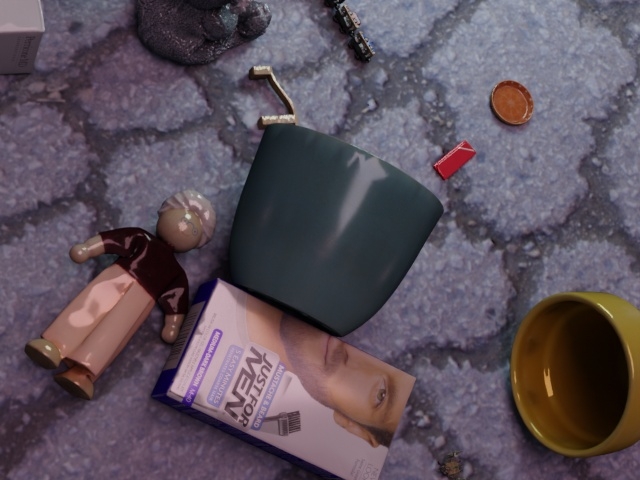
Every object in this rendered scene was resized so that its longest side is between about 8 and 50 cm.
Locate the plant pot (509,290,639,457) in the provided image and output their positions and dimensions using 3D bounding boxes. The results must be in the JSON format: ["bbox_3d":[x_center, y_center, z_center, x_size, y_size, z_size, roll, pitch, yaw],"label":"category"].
[{"bbox_3d":[0.471,0.206,1.949,0.239,0.254,0.254,1,73,-36],"label":"plant pot"}]

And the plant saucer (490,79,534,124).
[{"bbox_3d":[0.334,-0.240,2.152,0.083,0.013,0.084,7,71,-20],"label":"plant saucer"}]

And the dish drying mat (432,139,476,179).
[{"bbox_3d":[0.227,-0.137,2.080,0.083,0.008,0.032,-39,91,-27],"label":"dish drying mat"}]

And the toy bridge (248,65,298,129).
[{"bbox_3d":[-0.068,-0.189,1.971,0.063,0.026,0.188,-5,76,-24],"label":"toy bridge"}]

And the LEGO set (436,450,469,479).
[{"bbox_3d":[0.197,0.362,1.906,0.083,0.023,0.054,-42,89,-14],"label":"LEGO set"}]

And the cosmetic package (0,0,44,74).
[{"bbox_3d":[-0.507,-0.334,1.775,0.183,0.151,0.152,-6,76,-22],"label":"cosmetic package"}]

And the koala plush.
[{"bbox_3d":[-0.173,-0.389,1.884,0.203,0.221,0.196,-41,91,-27],"label":"koala plush"}]

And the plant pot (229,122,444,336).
[{"bbox_3d":[0.000,0.000,1.803,0.293,0.293,0.235,28,80,-11],"label":"plant pot"}]

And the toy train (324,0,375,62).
[{"bbox_3d":[0.048,-0.370,2.075,0.036,0.027,0.158,-25,83,-37],"label":"toy train"}]

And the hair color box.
[{"bbox_3d":[-0.051,0.213,1.787,0.338,0.110,0.185,28,73,-16],"label":"hair color box"}]

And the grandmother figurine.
[{"bbox_3d":[-0.265,0.066,1.771,0.342,0.104,0.208,-54,126,-24],"label":"grandmother figurine"}]
